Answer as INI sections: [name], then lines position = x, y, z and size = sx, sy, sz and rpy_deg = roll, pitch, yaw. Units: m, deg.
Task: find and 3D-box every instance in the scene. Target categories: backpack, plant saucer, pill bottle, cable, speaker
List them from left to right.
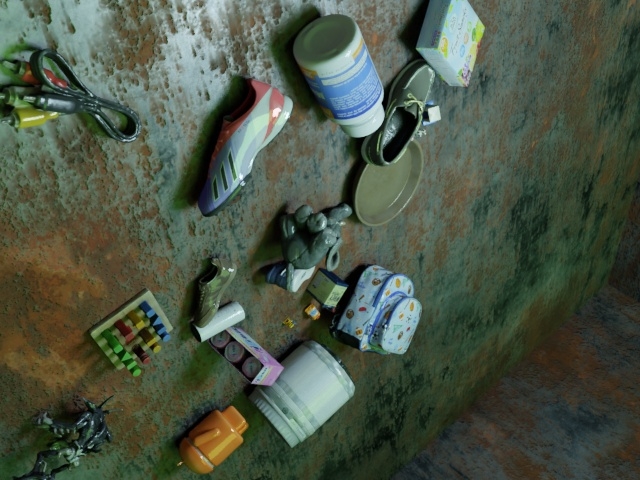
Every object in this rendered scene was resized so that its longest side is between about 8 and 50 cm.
[cable]
position = -0.436, -0.252, 1.219
size = 0.287, 0.072, 0.139
rpy_deg = -1, 104, -61
[speaker]
position = -0.264, 0.208, 1.770
size = 0.136, 0.055, 0.055
rpy_deg = -28, 138, -30
[pill bottle]
position = 0.054, -0.358, 1.554
size = 0.152, 0.152, 0.272
rpy_deg = -45, 143, -9
[backpack]
position = 0.183, 0.215, 2.115
size = 0.276, 0.213, 0.263
rpy_deg = 27, 78, -62
[plant saucer]
position = 0.186, -0.170, 1.942
size = 0.278, 0.041, 0.278
rpy_deg = -29, 137, -31

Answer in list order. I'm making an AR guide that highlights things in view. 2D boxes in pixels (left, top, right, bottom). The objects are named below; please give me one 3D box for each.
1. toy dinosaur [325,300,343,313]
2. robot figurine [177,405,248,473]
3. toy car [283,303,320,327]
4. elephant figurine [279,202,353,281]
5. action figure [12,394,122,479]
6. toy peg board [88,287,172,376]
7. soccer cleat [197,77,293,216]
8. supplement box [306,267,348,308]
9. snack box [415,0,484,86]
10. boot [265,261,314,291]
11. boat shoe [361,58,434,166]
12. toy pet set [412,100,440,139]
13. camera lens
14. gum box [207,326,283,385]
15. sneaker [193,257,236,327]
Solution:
[toy dinosaur]
position = 0.050, 0.208, 2.099
size = 0.047, 0.090, 0.082
rpy_deg = -47, -171, 10
[robot figurine]
position = -0.311, 0.573, 1.969
size = 0.219, 0.158, 0.128
rpy_deg = -42, 104, -14
[toy car]
position = -0.049, 0.237, 2.041
size = 0.122, 0.040, 0.060
rpy_deg = -33, 140, -25
[elephant figurine]
position = 0.000, 0.000, 1.814
size = 0.186, 0.169, 0.239
rpy_deg = -29, 165, 17
[action figure]
position = -0.584, 0.461, 1.577
size = 0.275, 0.141, 0.164
rpy_deg = -54, 145, -45
[toy peg board]
position = -0.420, 0.225, 1.595
size = 0.161, 0.079, 0.161
rpy_deg = -38, 142, -19
[soccer cleat]
position = -0.189, -0.199, 1.486
size = 0.116, 0.108, 0.318
rpy_deg = 31, 98, -33
[supplement box]
position = 0.018, 0.138, 1.993
size = 0.056, 0.083, 0.083
rpy_deg = 18, 107, -51
[snack box]
position = 0.333, -0.515, 1.751
size = 0.207, 0.070, 0.174
rpy_deg = 26, 79, -53
[boot]
position = -0.076, 0.075, 1.860
size = 0.190, 0.086, 0.069
rpy_deg = -42, 145, -64
[boat shoe]
position = 0.217, -0.326, 1.777
size = 0.109, 0.091, 0.305
rpy_deg = 29, 91, -29
[toy pet set]
position = 0.263, -0.348, 1.882
size = 0.114, 0.065, 0.122
rpy_deg = -19, 111, -18
[camera lens]
position = -0.051, 0.453, 2.069
size = 0.274, 0.219, 0.219
rpy_deg = -40, 142, -16
[gum box]
position = -0.200, 0.297, 1.810
size = 0.062, 0.188, 0.107
rpy_deg = -55, 151, 3
[sneaker]
position = -0.279, 0.124, 1.692
size = 0.071, 0.066, 0.188
rpy_deg = 23, 98, -35
